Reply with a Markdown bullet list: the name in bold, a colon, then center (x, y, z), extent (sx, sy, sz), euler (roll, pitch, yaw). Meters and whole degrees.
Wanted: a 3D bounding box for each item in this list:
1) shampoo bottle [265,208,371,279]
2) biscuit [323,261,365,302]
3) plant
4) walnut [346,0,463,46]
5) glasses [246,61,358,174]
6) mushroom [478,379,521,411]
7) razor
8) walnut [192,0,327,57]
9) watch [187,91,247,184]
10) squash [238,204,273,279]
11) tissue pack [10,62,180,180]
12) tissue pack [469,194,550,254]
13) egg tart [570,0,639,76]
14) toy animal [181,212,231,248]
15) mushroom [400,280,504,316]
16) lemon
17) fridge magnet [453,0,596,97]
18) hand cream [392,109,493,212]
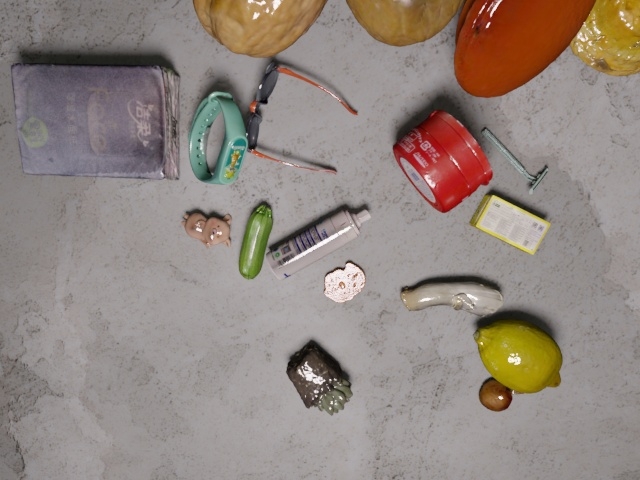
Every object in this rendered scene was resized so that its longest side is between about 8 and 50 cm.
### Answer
- **shampoo bottle**: center (0.000, 0.000, 1.112), extent (0.303, 0.092, 0.092), euler (-30, 97, 6)
- **biscuit**: center (0.068, 0.123, 1.165), extent (0.130, 0.019, 0.102), euler (-37, 97, 8)
- **plant**: center (-0.003, 0.406, 1.165), extent (0.132, 0.129, 0.194), euler (-40, 92, 11)
- **walnut**: center (0.178, -0.612, 0.888), extent (0.332, 0.333, 0.333), euler (0, 100, 3)
- **glasses**: center (-0.052, -0.304, 1.049), extent (0.268, 0.118, 0.234), euler (19, 99, -1)
- **mushroom**: center (0.529, 0.446, 1.174), extent (0.129, 0.073, 0.088), euler (-15, 69, 3)
- **razor**: center (0.509, -0.222, 1.082), extent (0.211, 0.036, 0.084), euler (43, 75, 1)
- **walnut**: center (-0.139, -0.582, 0.911), extent (0.306, 0.306, 0.344), euler (42, 127, -5)
- **watch**: center (-0.265, -0.255, 1.037), extent (0.195, 0.068, 0.237), euler (48, 129, 29)
- **squash**: center (-0.182, 0.007, 1.131), extent (0.068, 0.077, 0.219), euler (25, 101, 40)
- **tissue pack**: center (-0.580, -0.308, 1.068), extent (0.394, 0.124, 0.288), euler (3, 100, 3)
- **tissue pack**: center (0.509, -0.044, 1.094), extent (0.176, 0.062, 0.095), euler (25, 98, -1)
- **egg tart**: center (0.759, -0.575, 0.959), extent (0.341, 0.129, 0.341), euler (0, 98, 2)
- **toy animal**: center (-0.316, -0.036, 1.132), extent (0.150, 0.089, 0.083), euler (19, 122, -4)
- **mushroom**: center (0.364, 0.158, 1.125), extent (0.278, 0.096, 0.099), euler (1, 55, 4)
- **lemon**: center (0.533, 0.305, 1.097), extent (0.248, 0.184, 0.184), euler (33, 100, 8)
- **fridge magnet**: center (0.453, -0.493, 0.907), extent (0.363, 0.363, 0.155), euler (-35, 59, 8)
- **hand cream**: center (0.294, -0.191, 0.998), extent (0.149, 0.230, 0.230), euler (-35, 96, 8)
